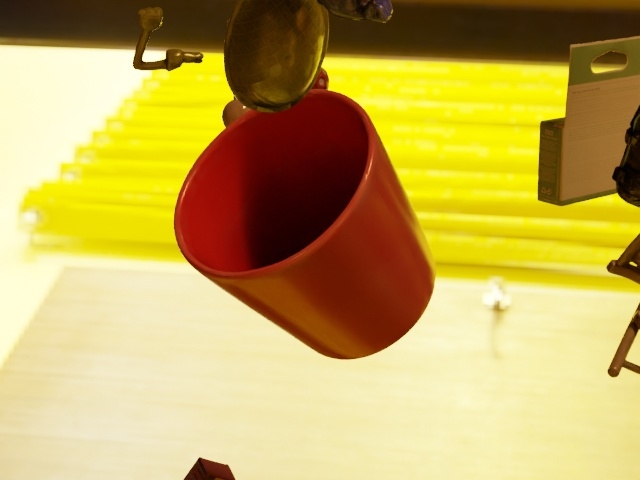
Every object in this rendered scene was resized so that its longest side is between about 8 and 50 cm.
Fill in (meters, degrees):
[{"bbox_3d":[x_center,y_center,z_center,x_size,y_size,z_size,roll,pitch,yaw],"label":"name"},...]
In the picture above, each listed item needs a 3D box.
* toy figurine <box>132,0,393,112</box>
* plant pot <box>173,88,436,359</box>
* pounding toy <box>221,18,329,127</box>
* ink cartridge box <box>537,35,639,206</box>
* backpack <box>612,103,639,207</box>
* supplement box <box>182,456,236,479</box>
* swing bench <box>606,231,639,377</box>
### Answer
[{"bbox_3d":[-0.006,-0.255,1.105,0.217,0.191,0.362,41,118,56],"label":"toy figurine"},{"bbox_3d":[0.000,0.000,1.650,0.243,0.275,0.275,51,-144,-41],"label":"plant pot"},{"bbox_3d":[-0.057,-0.219,2.082,0.237,0.110,0.183,27,-113,-71],"label":"pounding toy"},{"bbox_3d":[0.396,-0.177,2.018,0.056,0.171,0.235,21,117,51],"label":"ink cartridge box"},{"bbox_3d":[0.497,-0.103,1.798,0.144,0.188,0.166,-39,-31,-41],"label":"backpack"},{"bbox_3d":[-0.165,0.353,1.956,0.083,0.055,0.043,-56,36,16],"label":"supplement box"},{"bbox_3d":[0.556,0.066,2.046,0.254,0.165,0.253,-77,14,-47],"label":"swing bench"}]
